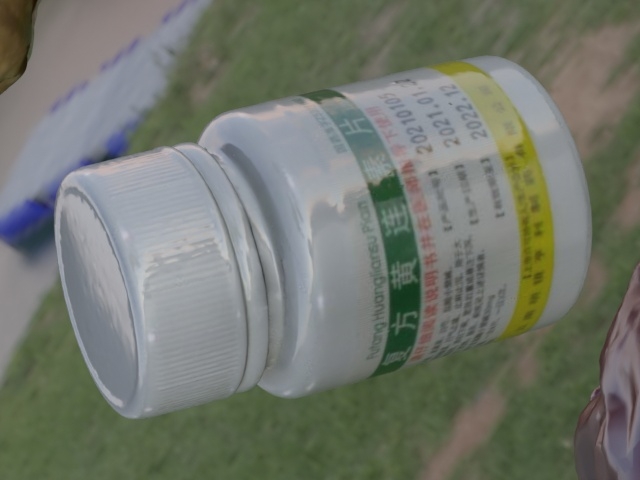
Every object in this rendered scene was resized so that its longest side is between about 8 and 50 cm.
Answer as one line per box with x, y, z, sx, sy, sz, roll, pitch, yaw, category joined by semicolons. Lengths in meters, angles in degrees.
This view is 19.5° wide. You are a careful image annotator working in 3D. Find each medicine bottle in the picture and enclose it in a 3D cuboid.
0.000;0.000;1.320;0.339;0.208;0.208;-15;5;-23;medicine bottle

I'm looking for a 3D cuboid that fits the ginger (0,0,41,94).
-0.151;-0.137;0.741;0.270;0.123;0.219;115;156;-59;ginger

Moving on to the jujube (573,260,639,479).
0.184;0.028;0.488;0.232;0.213;0.213;-60;17;17;jujube
